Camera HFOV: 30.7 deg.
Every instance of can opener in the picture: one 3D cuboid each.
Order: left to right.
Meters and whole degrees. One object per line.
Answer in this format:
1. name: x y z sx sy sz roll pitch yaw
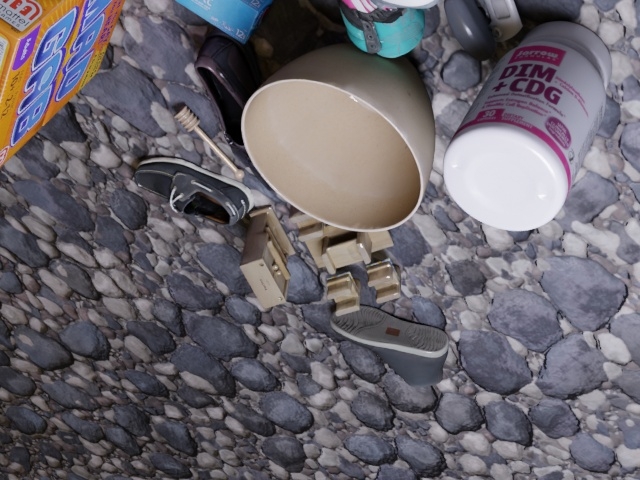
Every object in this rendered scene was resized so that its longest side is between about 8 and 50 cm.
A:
1. can opener: 0.184 -0.370 1.521 0.076 0.095 0.283 -5 126 34

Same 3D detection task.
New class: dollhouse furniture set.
1. dollhouse furniture set: 0.000 0.000 1.994 0.242 0.161 0.212 -17 121 16

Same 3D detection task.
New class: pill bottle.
1. pill bottle: 0.279 -0.158 1.521 0.160 0.283 0.160 17 136 17

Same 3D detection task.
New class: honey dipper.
1. honey dipper: -0.186 -0.166 2.002 0.160 0.030 0.030 45 137 -19

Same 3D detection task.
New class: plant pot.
1. plant pot: 0.052 -0.180 1.704 0.284 0.191 0.284 19 143 15

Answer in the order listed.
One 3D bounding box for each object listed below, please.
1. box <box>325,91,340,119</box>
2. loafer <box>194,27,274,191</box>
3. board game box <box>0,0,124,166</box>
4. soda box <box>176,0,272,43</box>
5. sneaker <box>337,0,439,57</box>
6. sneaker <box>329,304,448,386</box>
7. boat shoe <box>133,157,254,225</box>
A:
1. box: 0.000 -0.170 1.879 0.116 0.029 0.162 -1 127 34
2. loafer: -0.128 -0.192 1.886 0.109 0.095 0.302 1 129 32
3. board game box: -0.531 -0.377 1.765 0.356 0.356 0.356 34 139 -1
4. soda box: -0.176 -0.389 1.750 0.210 0.067 0.071 32 138 1
5. sneaker: 0.097 -0.318 1.548 0.178 0.124 0.295 57 173 -37
6. sneaker: 0.119 0.199 2.113 0.222 0.083 0.118 17 136 17
7. boat shoe: -0.237 -0.086 2.071 0.233 0.079 0.084 18 138 18
